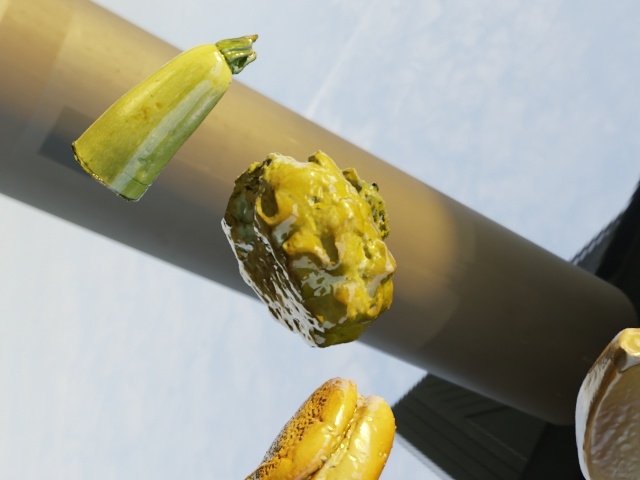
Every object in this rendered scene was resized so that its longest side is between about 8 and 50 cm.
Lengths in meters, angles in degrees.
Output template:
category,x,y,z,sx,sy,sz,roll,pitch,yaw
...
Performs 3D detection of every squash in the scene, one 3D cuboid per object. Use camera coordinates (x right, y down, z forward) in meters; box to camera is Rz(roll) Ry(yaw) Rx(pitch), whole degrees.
category,x,y,z,sx,sy,sz,roll,pitch,yaw
squash,-0.151,-0.143,0.934,0.224,0.094,0.094,-41,-147,7

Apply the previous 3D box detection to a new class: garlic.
category,x,y,z,sx,sy,sz,roll,pitch,yaw
garlic,0.391,0.229,1.122,0.143,0.318,0.112,-15,-136,1

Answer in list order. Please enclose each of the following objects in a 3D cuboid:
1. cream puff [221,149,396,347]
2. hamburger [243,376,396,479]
category,x,y,z,sx,sy,sz,roll,pitch,yaw
cream puff,-0.001,-0.002,1.133,0.185,0.282,0.282,-30,-158,-18
hamburger,-0.006,0.371,1.468,0.314,0.170,0.290,-51,-177,-38
